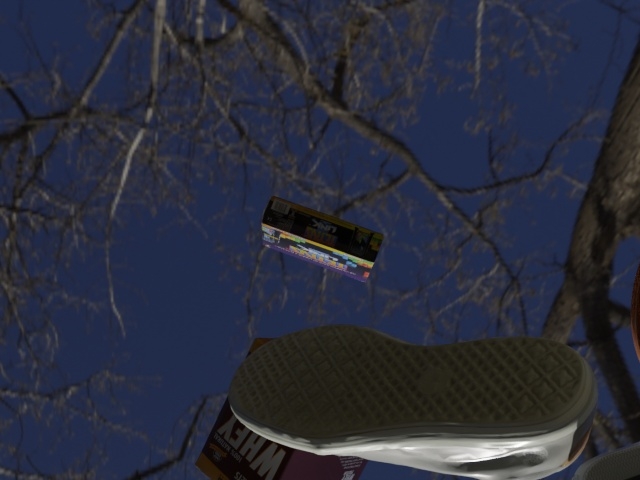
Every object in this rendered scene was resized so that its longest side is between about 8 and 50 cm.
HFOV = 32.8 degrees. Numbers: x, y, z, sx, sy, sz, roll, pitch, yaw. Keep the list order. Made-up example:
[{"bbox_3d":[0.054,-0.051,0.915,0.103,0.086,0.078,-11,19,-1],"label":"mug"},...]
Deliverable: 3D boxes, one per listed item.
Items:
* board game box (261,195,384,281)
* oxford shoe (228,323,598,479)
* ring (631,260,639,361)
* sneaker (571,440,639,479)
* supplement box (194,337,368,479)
[{"bbox_3d":[0.000,0.000,1.585,0.170,0.141,0.048,20,-105,3],"label":"board game box"},{"bbox_3d":[0.091,0.185,1.191,0.449,0.130,0.169,-2,-132,33],"label":"oxford shoe"},{"bbox_3d":[0.596,0.083,1.630,0.337,0.336,0.032,-28,-158,-25],"label":"ring"},{"bbox_3d":[0.363,0.227,1.097,0.258,0.091,0.094,-9,-108,-10],"label":"sneaker"},{"bbox_3d":[-0.025,0.243,1.425,0.129,0.194,0.191,35,-164,34],"label":"supplement box"}]
